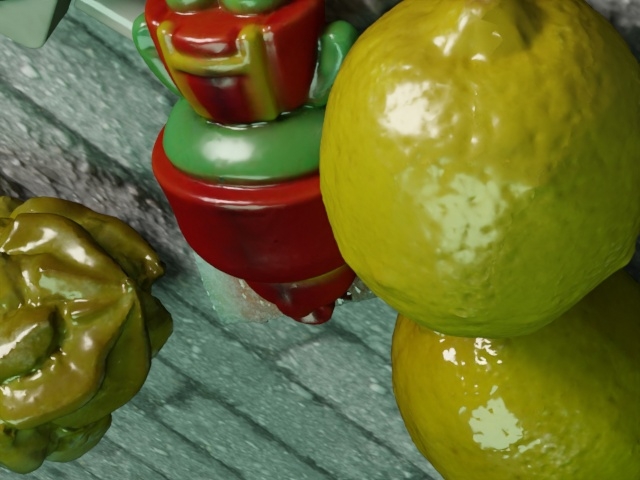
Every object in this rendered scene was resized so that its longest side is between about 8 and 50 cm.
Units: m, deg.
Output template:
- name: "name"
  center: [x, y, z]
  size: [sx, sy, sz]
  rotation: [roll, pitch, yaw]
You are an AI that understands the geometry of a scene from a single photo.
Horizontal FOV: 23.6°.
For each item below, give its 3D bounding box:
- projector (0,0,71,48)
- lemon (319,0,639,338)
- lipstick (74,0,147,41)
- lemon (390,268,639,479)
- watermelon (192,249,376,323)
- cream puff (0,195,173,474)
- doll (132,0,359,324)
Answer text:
- name: "projector"
  center: [-0.290, -0.286, 1.151]
  size: [0.257, 0.079, 0.259]
  rotation: [30, 150, -5]
- name: "lemon"
  center: [0.113, -0.056, 1.045]
  size: [0.233, 0.233, 0.288]
  rotation: [18, 141, 16]
- name: "lipstick"
  center: [-0.135, -0.173, 1.247]
  size: [0.131, 0.038, 0.038]
  rotation: [30, 151, -6]
- name: "lemon"
  center: [0.178, 0.113, 1.256]
  size: [0.236, 0.236, 0.263]
  rotation: [14, 151, 21]
- name: "watermelon"
  center: [0.000, 0.000, 1.386]
  size: [0.241, 0.094, 0.154]
  rotation: [4, 133, 33]
- name: "cream puff"
  center: [-0.279, 0.065, 1.566]
  size: [0.291, 0.257, 0.324]
  rotation: [59, -167, 9]
- name: "doll"
  center: [-0.038, -0.055, 1.205]
  size: [0.183, 0.160, 0.363]
  rotation: [2, 139, 17]
